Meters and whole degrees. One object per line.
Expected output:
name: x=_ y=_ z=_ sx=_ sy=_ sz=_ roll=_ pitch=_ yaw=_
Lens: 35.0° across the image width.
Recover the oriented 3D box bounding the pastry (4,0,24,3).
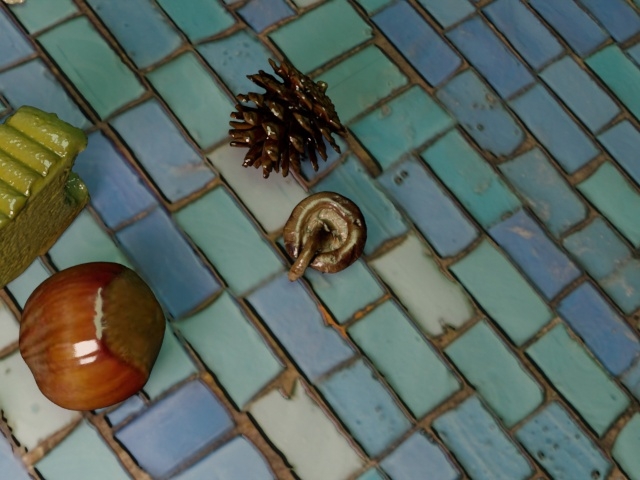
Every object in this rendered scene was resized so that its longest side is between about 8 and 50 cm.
pastry: x=-0.613 y=-0.486 z=1.733 sx=0.258 sy=0.089 sz=0.121 roll=15 pitch=76 yaw=-4

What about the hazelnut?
hazelnut: x=-0.326 y=0.136 z=1.474 sx=0.186 sy=0.210 sz=0.210 roll=-14 pitch=68 yaw=-45

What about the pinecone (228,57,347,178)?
pinecone: x=-0.062 y=-0.195 z=1.683 sx=0.208 sy=0.208 sz=0.207 roll=5 pitch=65 yaw=-12

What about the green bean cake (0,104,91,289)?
green bean cake: x=-0.448 y=-0.066 z=1.493 sx=0.124 sy=0.236 sz=0.233 roll=36 pitch=65 yaw=5

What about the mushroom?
mushroom: x=0.000 y=0.001 z=1.662 sx=0.135 sy=0.080 sz=0.170 roll=32 pitch=63 yaw=16
